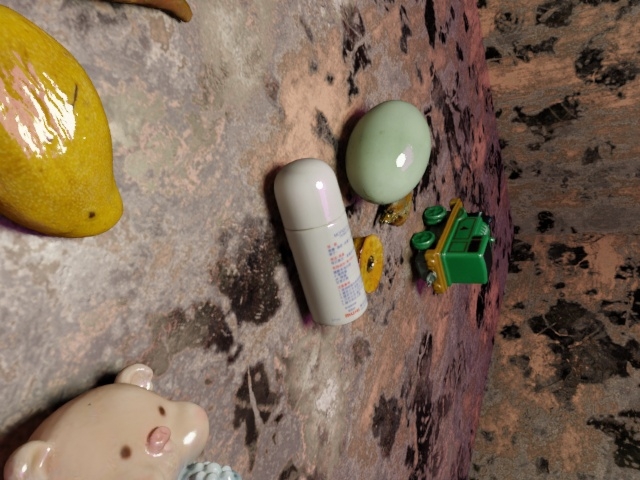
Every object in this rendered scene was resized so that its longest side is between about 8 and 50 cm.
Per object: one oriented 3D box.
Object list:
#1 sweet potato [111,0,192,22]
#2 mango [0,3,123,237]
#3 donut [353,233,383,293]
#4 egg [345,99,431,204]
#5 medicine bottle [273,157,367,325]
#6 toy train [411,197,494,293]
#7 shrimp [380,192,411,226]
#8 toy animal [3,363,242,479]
[{"bbox_3d":[-0.272,-0.329,0.536,0.314,0.072,0.066,-26,125,-57],"label":"sweet potato"},{"bbox_3d":[-0.295,-0.111,0.462,0.157,0.109,0.262,-56,134,-43],"label":"mango"},{"bbox_3d":[0.111,0.059,1.124,0.152,0.058,0.151,-1,92,-56],"label":"donut"},{"bbox_3d":[0.166,-0.218,1.080,0.203,0.203,0.282,43,60,-48],"label":"egg"},{"bbox_3d":[0.000,0.000,0.890,0.130,0.130,0.340,-43,125,-48],"label":"medicine bottle"},{"bbox_3d":[0.465,0.011,1.488,0.429,0.249,0.178,-53,131,-43],"label":"toy train"},{"bbox_3d":[0.240,-0.089,1.334,0.217,0.051,0.115,-39,124,-53],"label":"shrimp"},{"bbox_3d":[-0.231,0.294,0.502,0.221,0.230,0.210,-54,-177,14],"label":"toy animal"}]
